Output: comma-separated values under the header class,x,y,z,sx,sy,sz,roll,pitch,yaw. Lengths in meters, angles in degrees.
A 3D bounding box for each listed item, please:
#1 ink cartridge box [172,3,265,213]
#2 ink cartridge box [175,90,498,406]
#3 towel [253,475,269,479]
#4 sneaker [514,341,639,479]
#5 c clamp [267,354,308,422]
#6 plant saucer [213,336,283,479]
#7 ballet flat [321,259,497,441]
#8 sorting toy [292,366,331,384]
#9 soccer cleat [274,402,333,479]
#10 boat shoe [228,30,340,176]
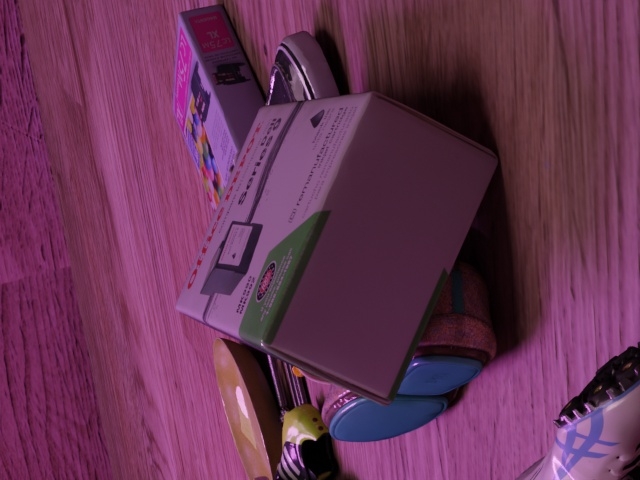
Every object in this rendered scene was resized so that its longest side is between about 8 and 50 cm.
class,x,y,z,sx,sy,sz,roll,pitch,yaw
ink cartridge box,-0.093,-0.093,1.709,0.186,0.065,0.311,102,146,-56
ink cartridge box,0.000,0.000,1.237,0.211,0.121,0.289,-67,18,-5
towel,-0.091,0.494,1.763,0.332,0.053,0.317,-75,-7,-46
sneaker,0.192,0.148,1.015,0.086,0.085,0.237,40,147,16
c clamp,-0.046,0.166,1.844,0.137,0.022,0.161,-26,79,67
plant saucer,-0.085,0.237,1.969,0.241,0.037,0.241,163,90,-77
ballet flat,0.078,0.095,1.306,0.316,0.107,0.106,132,141,-64
sorting toy,-0.012,0.108,1.670,0.075,0.044,0.083,-97,1,-65
soccer cleat,-0.016,0.271,1.773,0.072,0.060,0.179,46,146,42
boat shoe,-0.035,-0.056,1.480,0.113,0.105,0.306,-125,26,-47
